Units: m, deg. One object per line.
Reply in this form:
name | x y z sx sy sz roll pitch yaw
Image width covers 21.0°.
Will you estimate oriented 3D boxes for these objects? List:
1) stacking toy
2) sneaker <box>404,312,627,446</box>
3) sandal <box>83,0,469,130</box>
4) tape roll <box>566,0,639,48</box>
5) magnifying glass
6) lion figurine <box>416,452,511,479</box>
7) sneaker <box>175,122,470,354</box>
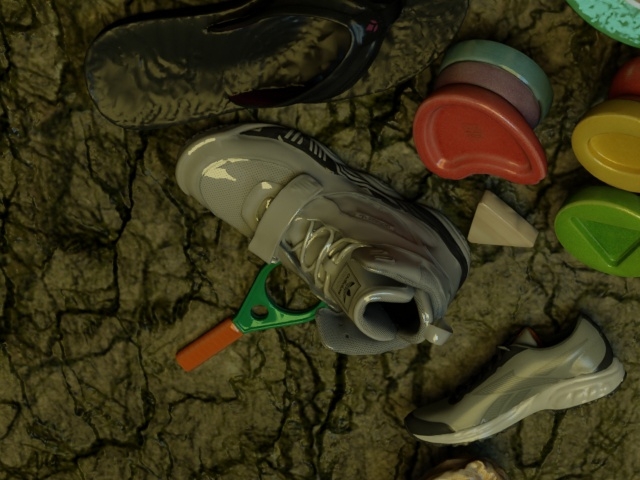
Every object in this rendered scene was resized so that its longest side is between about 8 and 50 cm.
stacking toy | 0.273 -0.105 1.900 0.309 0.130 0.279 12 147 25
sneaker | 0.224 0.168 2.068 0.272 0.100 0.108 -23 99 12
sandal | -0.046 -0.204 1.887 0.446 0.107 0.167 -16 114 12
tape roll | 0.377 -0.354 1.772 0.321 0.077 0.321 -1 116 -1
magnifying glass | -0.080 0.089 2.087 0.231 0.026 0.092 -35 109 18
lion figurine | 0.184 0.436 2.180 0.240 0.142 0.392 -27 126 9
sneaker | 0.000 0.000 1.928 0.366 0.210 0.137 25 116 -8
